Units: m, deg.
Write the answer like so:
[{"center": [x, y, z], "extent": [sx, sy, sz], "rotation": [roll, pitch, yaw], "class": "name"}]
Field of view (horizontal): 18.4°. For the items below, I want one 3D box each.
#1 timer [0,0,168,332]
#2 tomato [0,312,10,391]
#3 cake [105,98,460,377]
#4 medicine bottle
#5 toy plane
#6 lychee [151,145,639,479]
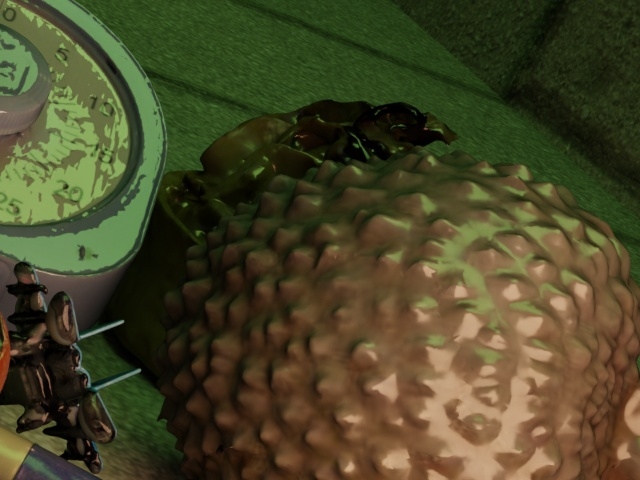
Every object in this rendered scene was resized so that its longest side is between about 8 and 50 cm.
[{"center": [-0.318, -0.114, 1.751], "extent": [0.395, 0.173, 0.395], "rotation": [16, 46, -18], "class": "timer"}, {"center": [-0.333, 0.100, 1.357], "extent": [0.236, 0.095, 0.237], "rotation": [5, 44, -5], "class": "tomato"}, {"center": [-0.008, -0.004, 1.894], "extent": [0.332, 0.321, 0.332], "rotation": [27, 14, -7], "class": "cake"}, {"center": [-0.269, 0.152, 1.452], "extent": [0.230, 0.059, 0.059], "rotation": [28, 16, -2], "class": "medicine bottle"}, {"center": [-0.231, 0.103, 1.514], "extent": [0.078, 0.169, 0.246], "rotation": [-23, 7, -41], "class": "toy plane"}, {"center": [0.077, 0.115, 1.571], "extent": [0.432, 0.380, 0.380], "rotation": [14, 11, 20], "class": "lychee"}]
